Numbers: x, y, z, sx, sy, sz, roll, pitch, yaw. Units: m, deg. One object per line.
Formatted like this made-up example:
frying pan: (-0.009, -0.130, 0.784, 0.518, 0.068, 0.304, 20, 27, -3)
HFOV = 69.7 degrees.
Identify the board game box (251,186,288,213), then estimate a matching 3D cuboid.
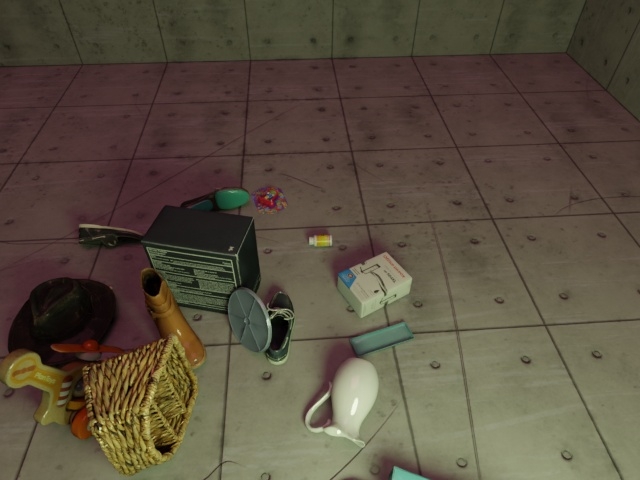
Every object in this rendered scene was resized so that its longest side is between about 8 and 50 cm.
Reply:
board game box: (-0.208, -0.177, 1.874, 0.133, 0.033, 0.169, -13, 47, -13)

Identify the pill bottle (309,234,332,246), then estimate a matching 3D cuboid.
pill bottle: (0.000, 0.000, 1.692, 0.083, 0.043, 0.043, -2, 45, -3)

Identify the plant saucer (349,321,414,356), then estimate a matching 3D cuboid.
plant saucer: (0.189, 0.306, 1.410, 0.192, 0.018, 0.067, -14, 47, -15)

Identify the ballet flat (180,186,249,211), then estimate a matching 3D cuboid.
ballet flat: (-0.425, -0.162, 1.820, 0.280, 0.095, 0.096, -18, 36, -18)

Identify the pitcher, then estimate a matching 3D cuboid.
pitcher: (0.059, 0.423, 1.232, 0.177, 0.125, 0.207, 3, 55, 24)

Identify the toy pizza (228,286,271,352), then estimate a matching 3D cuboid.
toy pizza: (-0.204, 0.233, 1.360, 0.032, 0.201, 0.201, -17, 44, -44)

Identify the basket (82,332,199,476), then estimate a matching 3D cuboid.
basket: (-0.399, 0.407, 1.104, 0.223, 0.299, 0.213, -18, 48, -18)

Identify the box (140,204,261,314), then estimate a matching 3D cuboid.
box: (-0.357, 0.066, 1.449, 0.296, 0.294, 0.183, 8, 46, 7)

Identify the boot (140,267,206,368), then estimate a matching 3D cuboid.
boot: (-0.435, 0.223, 1.342, 0.109, 0.220, 0.283, -23, 50, -22)

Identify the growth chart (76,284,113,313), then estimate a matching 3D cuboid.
growth chart: (-0.789, 0.228, 1.474, 0.171, 0.021, 0.237, 9, 46, 8)

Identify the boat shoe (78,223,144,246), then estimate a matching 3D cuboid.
boat shoe: (-0.768, -0.013, 1.691, 0.233, 0.084, 0.079, 5, 83, -6)

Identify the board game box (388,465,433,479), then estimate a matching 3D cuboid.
board game box: (0.288, 0.677, 0.981, 0.335, 0.079, 0.254, 15, 50, 10)

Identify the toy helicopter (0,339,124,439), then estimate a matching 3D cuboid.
toy helicopter: (-0.634, 0.334, 1.136, 0.140, 0.355, 0.235, 20, 65, 18)

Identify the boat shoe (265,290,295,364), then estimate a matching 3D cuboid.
boat shoe: (-0.129, 0.252, 1.415, 0.095, 0.079, 0.255, 5, 46, 3)

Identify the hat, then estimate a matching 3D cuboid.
hat: (-0.793, 0.207, 1.388, 0.331, 0.134, 0.331, 2, 45, -2)

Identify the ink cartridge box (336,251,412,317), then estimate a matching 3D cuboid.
ink cartridge box: (0.177, 0.142, 1.524, 0.203, 0.086, 0.148, -24, 50, -21)
